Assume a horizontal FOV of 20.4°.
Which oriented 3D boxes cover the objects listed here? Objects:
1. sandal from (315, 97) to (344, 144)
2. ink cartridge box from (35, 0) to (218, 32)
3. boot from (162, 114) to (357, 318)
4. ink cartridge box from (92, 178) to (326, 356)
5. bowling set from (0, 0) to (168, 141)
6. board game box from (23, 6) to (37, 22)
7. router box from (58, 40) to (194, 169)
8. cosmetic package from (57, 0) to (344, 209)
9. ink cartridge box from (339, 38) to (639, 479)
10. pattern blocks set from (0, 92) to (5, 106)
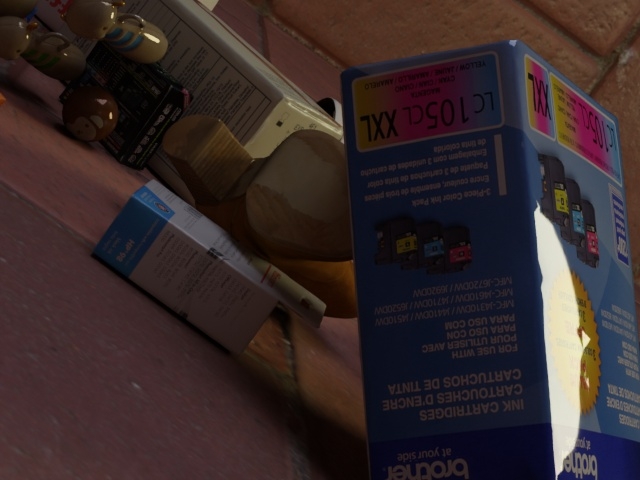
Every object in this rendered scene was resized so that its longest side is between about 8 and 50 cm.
[{"bbox_3d":[-0.009,-0.136,2.114,0.265,0.076,0.102,19,11,-28],"label":"sandal"},{"bbox_3d":[-0.215,-0.429,2.131,0.285,0.395,0.166,42,14,28],"label":"ink cartridge box"},{"bbox_3d":[-0.001,0.001,1.539,0.295,0.104,0.211,26,-20,48],"label":"boot"},{"bbox_3d":[-0.087,0.031,1.435,0.180,0.060,0.104,36,9,-2],"label":"ink cartridge box"},{"bbox_3d":[-0.228,-0.205,1.657,0.154,0.287,0.200,24,56,-60],"label":"bowling set"},{"bbox_3d":[-0.414,-0.298,1.852,0.210,0.047,0.160,40,11,23],"label":"board game box"},{"bbox_3d":[-0.193,-0.141,1.762,0.122,0.092,0.038,45,13,35],"label":"router box"},{"bbox_3d":[-0.134,-0.153,1.851,0.296,0.153,0.129,45,12,33],"label":"cosmetic package"},{"bbox_3d":[0.144,0.075,1.373,0.151,0.396,0.270,-8,-12,25],"label":"ink cartridge box"},{"bbox_3d":[-0.397,-0.201,1.539,0.285,0.026,0.325,32,12,-24],"label":"pattern blocks set"}]
